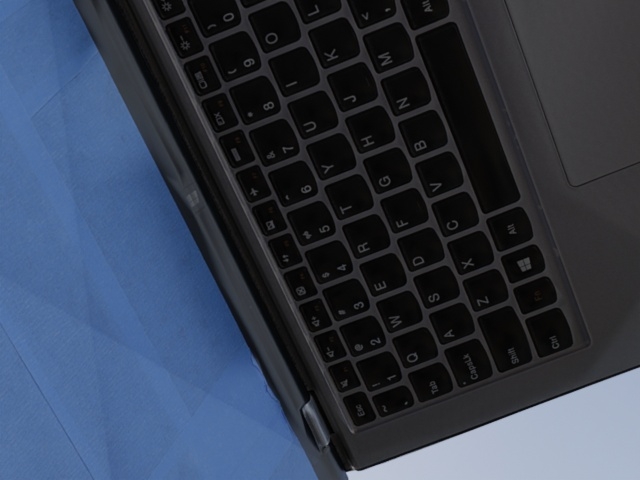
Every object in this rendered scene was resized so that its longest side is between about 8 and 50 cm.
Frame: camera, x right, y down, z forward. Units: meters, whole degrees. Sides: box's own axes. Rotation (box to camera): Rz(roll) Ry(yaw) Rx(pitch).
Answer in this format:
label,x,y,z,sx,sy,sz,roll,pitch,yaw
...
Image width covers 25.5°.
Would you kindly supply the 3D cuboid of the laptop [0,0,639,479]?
label,x,y,z,sx,sy,sz,roll,pitch,yaw
laptop,0.000,0.000,0.586,0.407,0.236,0.382,-21,-63,6
